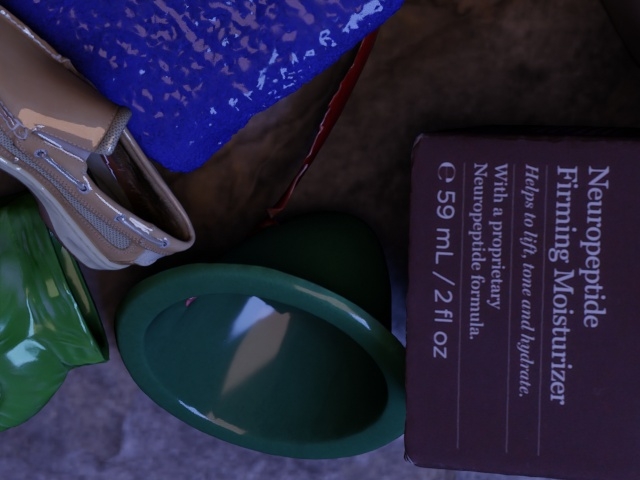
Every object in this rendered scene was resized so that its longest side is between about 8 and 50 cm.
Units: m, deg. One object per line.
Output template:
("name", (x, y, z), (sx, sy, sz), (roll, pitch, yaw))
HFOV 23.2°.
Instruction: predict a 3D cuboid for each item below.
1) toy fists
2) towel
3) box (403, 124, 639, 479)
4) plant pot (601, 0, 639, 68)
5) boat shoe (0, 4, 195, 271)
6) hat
("toy fists", (-0.221, -0.015, 0.805), (0.142, 0.096, 0.279), (-22, 115, -1))
("towel", (-0.030, -0.202, 0.766), (0.308, 0.076, 0.227), (-38, 107, 15))
("box", (0.161, 0.026, 0.799), (0.203, 0.167, 0.168), (3, 95, 18))
("plant pot", (0.210, -0.130, 0.841), (0.109, 0.109, 0.096), (-21, 127, -2))
("boat shoe", (-0.123, -0.057, 0.757), (0.072, 0.068, 0.190), (-3, 143, 34))
("hat", (0.000, 0.000, 0.894), (0.173, 0.183, 0.208), (38, 139, -24))
